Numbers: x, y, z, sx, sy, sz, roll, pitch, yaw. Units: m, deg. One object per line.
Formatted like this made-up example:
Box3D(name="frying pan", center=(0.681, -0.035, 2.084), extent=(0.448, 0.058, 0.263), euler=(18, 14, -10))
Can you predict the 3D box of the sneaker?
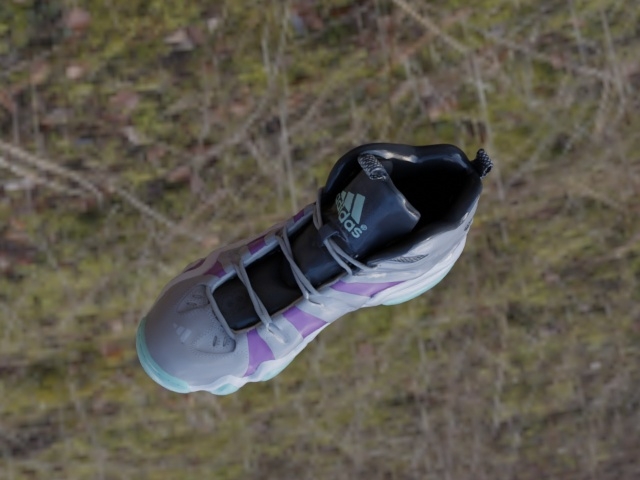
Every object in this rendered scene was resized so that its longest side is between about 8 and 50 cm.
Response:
Box3D(name="sneaker", center=(0.000, 0.000, 0.359), extent=(0.098, 0.038, 0.069), euler=(-28, 164, -24))
